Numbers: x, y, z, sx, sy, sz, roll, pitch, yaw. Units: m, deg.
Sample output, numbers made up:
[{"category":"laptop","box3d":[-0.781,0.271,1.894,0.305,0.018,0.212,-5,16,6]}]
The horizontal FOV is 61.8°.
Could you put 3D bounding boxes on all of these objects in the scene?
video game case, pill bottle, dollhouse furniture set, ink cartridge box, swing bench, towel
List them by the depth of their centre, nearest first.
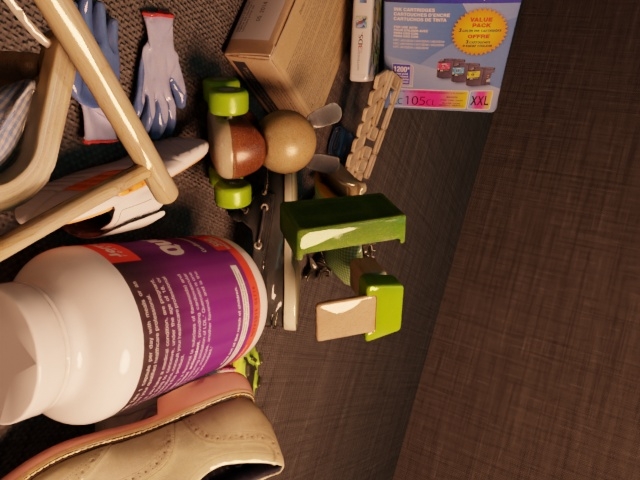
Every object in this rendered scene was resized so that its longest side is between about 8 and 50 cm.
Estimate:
[{"category":"swing bench","box3d":[-0.257,-0.124,0.327,0.165,0.253,0.254,-46,141,-46]},{"category":"pill bottle","box3d":[-0.213,0.090,0.608,0.323,0.181,0.181,-7,109,-63]},{"category":"dollhouse furniture set","box3d":[0.000,0.000,0.838,0.151,0.301,0.197,-9,118,-15]},{"category":"ink cartridge box","box3d":[-0.038,-0.331,0.858,0.193,0.088,0.234,47,60,-61]},{"category":"video game case","box3d":[0.093,-0.453,0.995,0.329,0.036,0.300,-63,157,-71]},{"category":"ink cartridge box","box3d":[0.270,-0.470,1.131,0.395,0.270,0.151,80,17,-55]},{"category":"towel","box3d":[0.053,-0.207,1.176,0.119,0.029,0.067,16,90,-63]}]

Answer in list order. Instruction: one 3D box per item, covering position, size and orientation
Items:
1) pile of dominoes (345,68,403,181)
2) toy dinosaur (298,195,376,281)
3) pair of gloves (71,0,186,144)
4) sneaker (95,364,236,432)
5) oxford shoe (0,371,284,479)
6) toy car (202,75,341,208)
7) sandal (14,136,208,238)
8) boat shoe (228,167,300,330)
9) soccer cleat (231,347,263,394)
[{"category":"pile of dominoes","box3d":[0.097,-0.241,1.133,0.196,0.040,0.251,-12,123,-70]},{"category":"toy dinosaur","box3d":[0.049,-0.030,1.139,0.322,0.164,0.218,-10,96,-40]},{"category":"pair of gloves","box3d":[-0.228,-0.193,0.622,0.198,0.023,0.159,-29,126,-58]},{"category":"sneaker","box3d":[-0.224,0.224,0.764,0.252,0.103,0.111,-2,108,-57]},{"category":"oxford shoe","box3d":[-0.227,0.297,0.596,0.397,0.146,0.140,-27,142,-22]},{"category":"toy car","box3d":[-0.062,-0.143,0.753,0.149,0.188,0.155,-122,-150,-59]},{"category":"sandal","box3d":[-0.215,-0.053,0.625,0.265,0.102,0.076,-43,136,-52]},{"category":"boat shoe","box3d":[-0.092,-0.024,0.872,0.127,0.113,0.340,-61,150,-86]},{"category":"soccer cleat","box3d":[-0.163,0.268,0.902,0.093,0.121,0.289,48,39,-70]}]
